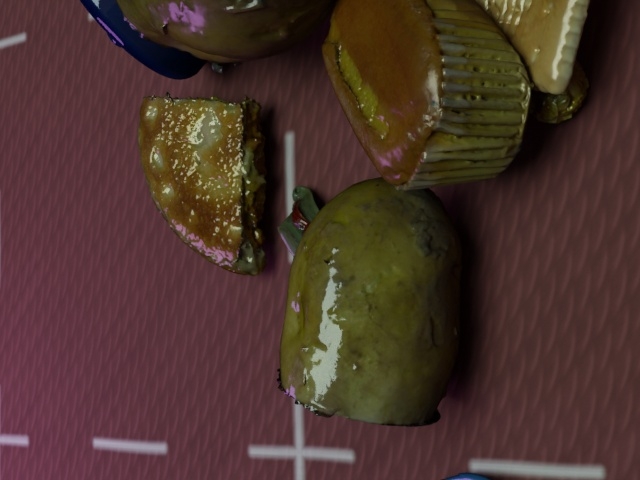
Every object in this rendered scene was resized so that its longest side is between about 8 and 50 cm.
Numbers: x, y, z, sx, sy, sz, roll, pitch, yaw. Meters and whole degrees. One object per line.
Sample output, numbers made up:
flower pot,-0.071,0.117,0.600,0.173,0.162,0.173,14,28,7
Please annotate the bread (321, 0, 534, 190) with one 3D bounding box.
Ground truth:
bread,0.105,-0.189,1.359,0.204,0.156,0.288,114,145,-41

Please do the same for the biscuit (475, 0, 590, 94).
biscuit,0.217,-0.256,1.349,0.249,0.030,0.160,30,110,61

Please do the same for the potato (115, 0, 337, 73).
potato,-0.096,-0.330,1.422,0.289,0.301,0.237,-59,19,9

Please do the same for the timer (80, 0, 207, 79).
timer,-0.139,-0.435,1.612,0.383,0.270,0.270,-38,63,18

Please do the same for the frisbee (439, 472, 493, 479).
frisbee,0.173,0.392,1.371,0.242,0.045,0.242,-27,57,52

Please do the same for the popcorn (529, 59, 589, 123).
popcorn,0.262,-0.175,1.344,0.083,0.057,0.082,26,102,42

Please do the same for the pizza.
pizza,-0.147,-0.104,1.676,0.226,0.086,0.335,-47,60,23

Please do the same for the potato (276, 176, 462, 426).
potato,0.067,0.057,1.397,0.229,0.229,0.266,18,102,40

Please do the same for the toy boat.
toy boat,-0.001,0.001,1.553,0.185,0.071,0.089,49,160,32
